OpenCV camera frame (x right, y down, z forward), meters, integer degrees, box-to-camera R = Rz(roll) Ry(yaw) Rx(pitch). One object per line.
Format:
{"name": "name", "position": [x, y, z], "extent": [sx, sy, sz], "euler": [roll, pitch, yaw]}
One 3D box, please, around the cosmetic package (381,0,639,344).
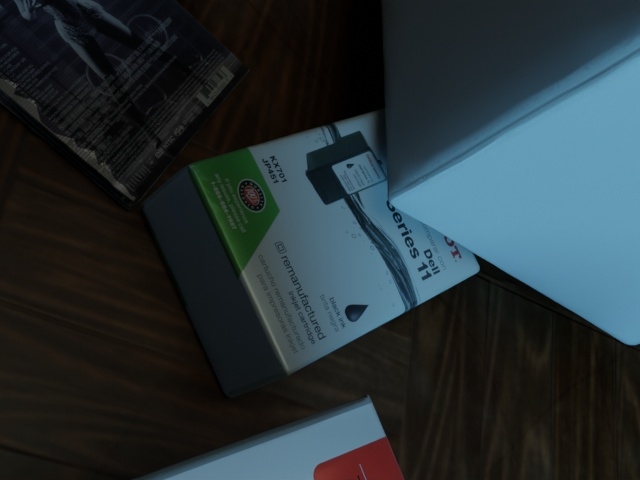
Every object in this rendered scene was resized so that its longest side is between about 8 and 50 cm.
{"name": "cosmetic package", "position": [0.270, -0.189, 0.651], "extent": [0.329, 0.327, 0.394], "euler": [28, 48, -34]}

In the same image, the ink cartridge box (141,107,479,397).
{"name": "ink cartridge box", "position": [0.000, 0.000, 0.599], "extent": [0.208, 0.087, 0.153], "euler": [-23, 85, -40]}

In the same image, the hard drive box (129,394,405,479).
{"name": "hard drive box", "position": [-0.056, 0.189, 0.334], "extent": [0.232, 0.089, 0.181], "euler": [-13, 72, -34]}

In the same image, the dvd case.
{"name": "dvd case", "position": [-0.175, -0.150, 0.585], "extent": [0.221, 0.018, 0.165], "euler": [42, 54, -14]}
